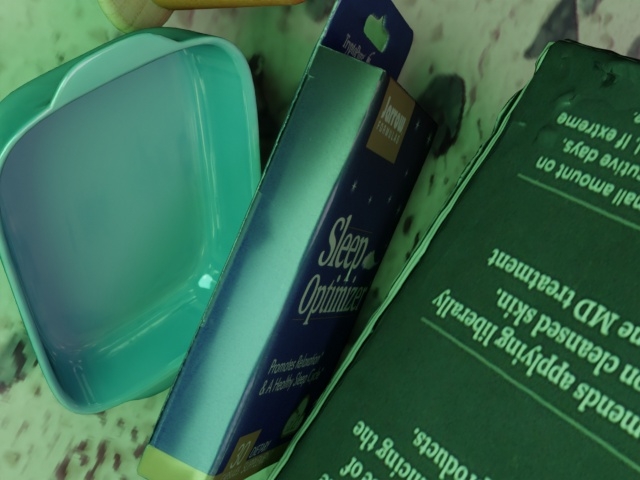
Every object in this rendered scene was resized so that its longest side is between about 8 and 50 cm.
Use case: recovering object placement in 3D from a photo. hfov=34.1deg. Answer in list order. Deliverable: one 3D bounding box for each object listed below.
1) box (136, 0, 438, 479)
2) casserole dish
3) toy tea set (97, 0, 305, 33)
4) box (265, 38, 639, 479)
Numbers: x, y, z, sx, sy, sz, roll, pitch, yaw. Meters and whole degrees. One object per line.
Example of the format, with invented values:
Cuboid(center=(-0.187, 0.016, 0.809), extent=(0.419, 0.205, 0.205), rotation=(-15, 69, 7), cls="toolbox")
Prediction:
Cuboid(center=(0.000, 0.000, 0.472), extent=(0.225, 0.037, 0.136), rotation=(-68, 165, 3), cls="box")
Cuboid(center=(-0.078, -0.008, 0.419), extent=(0.114, 0.037, 0.188), rotation=(-33, 145, -26), cls="casserole dish")
Cuboid(center=(-0.066, -0.235, 0.336), extent=(0.200, 0.124, 0.336), rotation=(-27, 126, -65), cls="toy tea set")
Cuboid(center=(0.202, 0.246, 0.502), extent=(0.480, 0.297, 0.471), rotation=(32, 93, -36), cls="box")
